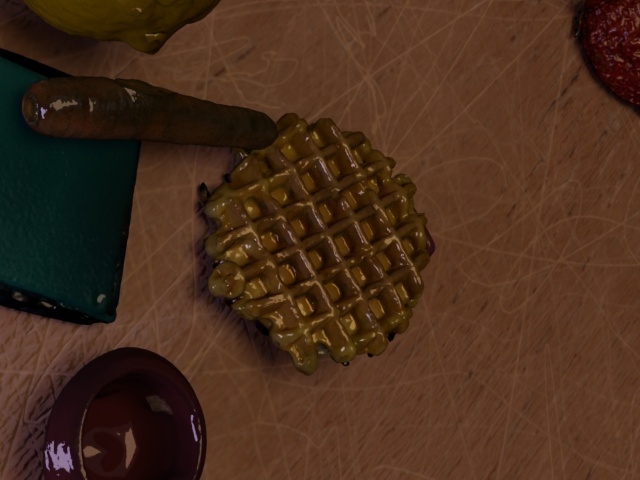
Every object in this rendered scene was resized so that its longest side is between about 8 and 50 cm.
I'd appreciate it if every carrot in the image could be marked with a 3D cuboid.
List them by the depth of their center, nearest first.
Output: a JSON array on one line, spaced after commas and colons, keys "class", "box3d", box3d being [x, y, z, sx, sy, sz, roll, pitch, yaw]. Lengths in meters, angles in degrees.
[{"class": "carrot", "box3d": [-0.163, -0.133, 1.487, 0.342, 0.070, 0.070, 1, 80, -46]}]

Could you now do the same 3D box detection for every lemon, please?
[{"class": "lemon", "box3d": [-0.202, -0.351, 1.433, 0.268, 0.268, 0.321, 0, 78, -40]}]

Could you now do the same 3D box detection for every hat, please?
[{"class": "hat", "box3d": [-0.206, 0.211, 1.429, 0.205, 0.089, 0.205, 13, 72, -43]}]

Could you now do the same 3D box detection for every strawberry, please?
[{"class": "strawberry", "box3d": [0.477, -0.283, 2.100, 0.174, 0.098, 0.228, -28, 99, -39]}]

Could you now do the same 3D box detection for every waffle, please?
[{"class": "waffle", "box3d": [0.003, -0.009, 1.632, 0.329, 0.062, 0.329, 10, 67, -26]}]

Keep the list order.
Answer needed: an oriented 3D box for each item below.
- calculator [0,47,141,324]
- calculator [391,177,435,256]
[{"class": "calculator", "box3d": [-0.307, -0.060, 1.414, 0.274, 0.058, 0.248, 20, 68, -41]}, {"class": "calculator", "box3d": [0.059, 0.019, 1.725, 0.190, 0.034, 0.126, -46, 110, -33]}]
